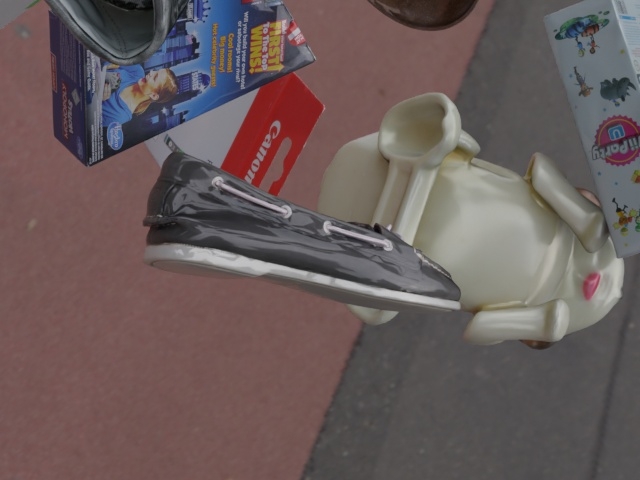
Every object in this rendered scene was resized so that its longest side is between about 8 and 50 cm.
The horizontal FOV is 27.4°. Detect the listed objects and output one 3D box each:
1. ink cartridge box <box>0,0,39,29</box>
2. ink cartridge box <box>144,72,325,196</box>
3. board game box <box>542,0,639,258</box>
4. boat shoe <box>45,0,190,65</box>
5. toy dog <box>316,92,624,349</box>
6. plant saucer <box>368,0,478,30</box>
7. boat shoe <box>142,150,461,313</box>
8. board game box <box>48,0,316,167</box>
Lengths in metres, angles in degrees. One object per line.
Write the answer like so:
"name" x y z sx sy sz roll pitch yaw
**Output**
"ink cartridge box" -0.390 -0.380 1.422 0.115 0.198 0.273 -11 80 -52
"ink cartridge box" -0.101 -0.126 1.375 0.056 0.181 0.225 11 28 -36
"board game box" 0.397 -0.146 1.626 0.224 0.097 0.303 -12 83 -58
"boat shoe" -0.141 -0.237 0.652 0.119 0.121 0.335 -94 159 -51
"toy dog" 0.214 0.016 1.733 0.408 0.395 0.285 18 82 -26
"plant saucer" 0.074 -0.272 1.096 0.036 0.198 0.198 -35 89 -29
"boat shoe" 0.000 0.000 1.151 0.335 0.112 0.095 12 80 -36
"board game box" -0.095 -0.168 0.946 0.194 0.194 0.060 -16 37 -31
